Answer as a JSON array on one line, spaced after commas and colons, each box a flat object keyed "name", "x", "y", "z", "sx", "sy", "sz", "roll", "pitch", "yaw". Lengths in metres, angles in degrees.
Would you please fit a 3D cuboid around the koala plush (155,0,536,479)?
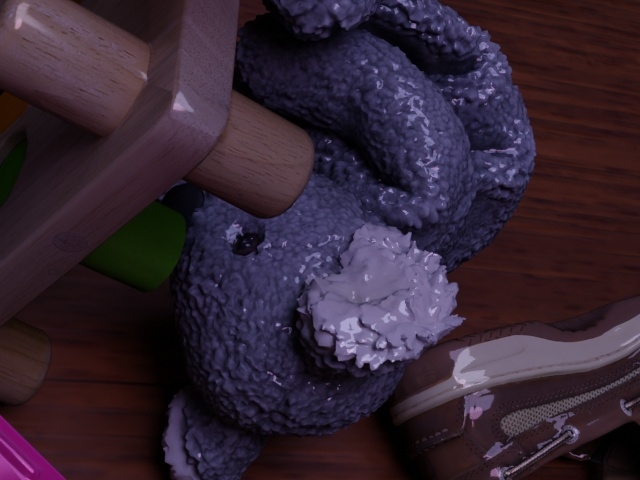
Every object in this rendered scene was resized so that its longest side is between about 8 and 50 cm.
[{"name": "koala plush", "x": 0.000, "y": 0.000, "z": 0.644, "sx": 0.203, "sy": 0.196, "sz": 0.221, "roll": 34, "pitch": 42, "yaw": -22}]

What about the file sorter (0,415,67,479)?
[{"name": "file sorter", "x": -0.157, "y": 0.224, "z": 0.387, "sx": 0.202, "sy": 0.182, "sz": 0.290, "roll": 43, "pitch": 46, "yaw": 4}]

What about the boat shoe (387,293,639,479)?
[{"name": "boat shoe", "x": 0.154, "y": 0.087, "z": 0.743, "sx": 0.257, "sy": 0.095, "sz": 0.095, "roll": -11, "pitch": 72, "yaw": -26}]

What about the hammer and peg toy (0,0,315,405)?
[{"name": "hammer and peg toy", "x": -0.077, "y": -0.109, "z": 0.556, "sx": 0.127, "sy": 0.361, "sz": 0.266, "roll": 27, "pitch": 46, "yaw": -30}]
